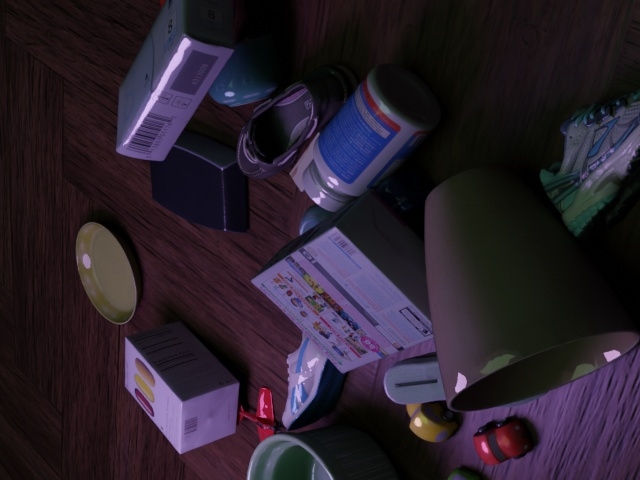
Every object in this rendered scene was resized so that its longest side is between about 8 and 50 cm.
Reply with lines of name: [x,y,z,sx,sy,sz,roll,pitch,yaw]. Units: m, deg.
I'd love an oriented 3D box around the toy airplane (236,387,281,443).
toy airplane: [-0.130,0.353,1.995,0.151,0.028,0.151,21,119,42]

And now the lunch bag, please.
lunch bag: [0.123,-0.058,1.472,0.065,0.098,0.067,53,133,13]

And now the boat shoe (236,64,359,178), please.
boat shoe: [-0.068,-0.188,1.631,0.335,0.095,0.112,-32,82,50]

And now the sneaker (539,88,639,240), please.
sneaker: [0.348,-0.128,1.183,0.122,0.110,0.283,52,138,23]

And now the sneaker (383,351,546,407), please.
sneaker: [0.223,0.194,1.485,0.258,0.091,0.094,-4,99,28]

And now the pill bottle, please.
pill bottle: [0.065,-0.142,1.459,0.124,0.124,0.221,55,130,15]

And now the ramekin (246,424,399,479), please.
ramekin: [0.015,0.473,1.762,0.303,0.148,0.304,14,109,49]

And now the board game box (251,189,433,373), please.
board game box: [0.054,0.072,1.525,0.224,0.097,0.303,46,147,-8]

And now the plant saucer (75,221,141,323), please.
plant saucer: [-0.472,0.070,2.248,0.241,0.037,0.241,23,122,42]

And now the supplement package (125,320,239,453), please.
supplement package: [-0.288,0.295,2.042,0.244,0.133,0.139,37,132,43]

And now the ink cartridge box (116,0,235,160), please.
ink cartridge box: [-0.243,-0.370,1.620,0.308,0.091,0.385,-47,41,48]

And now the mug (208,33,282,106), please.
mug: [-0.122,-0.279,1.643,0.129,0.158,0.097,-10,103,25]

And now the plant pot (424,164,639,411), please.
plant pot: [0.242,0.049,1.304,0.256,0.256,0.274,-46,54,48]

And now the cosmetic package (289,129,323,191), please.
cosmetic package: [0.003,-0.132,1.605,0.041,0.060,0.115,57,138,16]

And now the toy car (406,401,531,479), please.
toy car: [0.223,0.362,1.580,0.239,0.053,0.225,15,117,44]

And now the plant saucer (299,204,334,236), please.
plant saucer: [0.000,0.000,1.696,0.119,0.021,0.119,23,123,41]

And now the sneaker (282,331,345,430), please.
sneaker: [-0.019,0.249,1.789,0.092,0.087,0.229,48,130,33]

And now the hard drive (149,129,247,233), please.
hard drive: [-0.239,-0.114,1.888,0.254,0.054,0.172,23,123,41]
